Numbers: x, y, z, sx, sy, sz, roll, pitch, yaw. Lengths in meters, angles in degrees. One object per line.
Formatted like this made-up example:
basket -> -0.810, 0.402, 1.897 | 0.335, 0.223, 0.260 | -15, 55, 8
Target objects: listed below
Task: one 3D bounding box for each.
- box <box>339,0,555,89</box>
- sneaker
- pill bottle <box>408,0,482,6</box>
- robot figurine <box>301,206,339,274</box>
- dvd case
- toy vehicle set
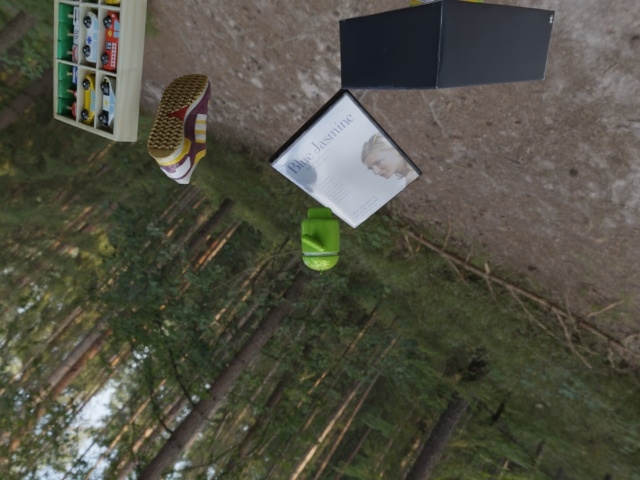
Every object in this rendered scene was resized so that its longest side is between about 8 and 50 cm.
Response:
box -> 0.185, -0.280, 0.592 | 0.184, 0.261, 0.103 | 22, 123, 50
sneaker -> -0.213, -0.180, 0.635 | 0.070, 0.185, 0.084 | 7, 153, 10
pill bottle -> 0.282, -0.548, 0.799 | 0.136, 0.136, 0.245 | 30, 120, 14
robot figurine -> 0.000, 0.000, 0.701 | 0.067, 0.115, 0.101 | -1, -179, 4
dvd case -> 0.055, -0.137, 0.743 | 0.253, 0.180, 0.022 | 34, -154, -39
toy vehicle set -> -0.331, -0.298, 0.593 | 0.166, 0.266, 0.035 | 21, -161, 25
